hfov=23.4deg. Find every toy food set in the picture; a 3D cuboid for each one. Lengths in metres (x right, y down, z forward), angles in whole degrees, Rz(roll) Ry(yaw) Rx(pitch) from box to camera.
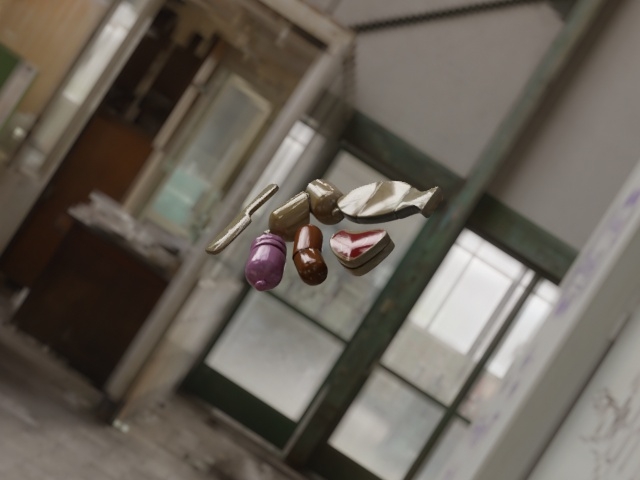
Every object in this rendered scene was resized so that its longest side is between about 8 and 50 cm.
[{"bbox_3d":[0.000,0.000,0.772,0.122,0.078,0.019,8,-43,49],"label":"toy food set"}]
